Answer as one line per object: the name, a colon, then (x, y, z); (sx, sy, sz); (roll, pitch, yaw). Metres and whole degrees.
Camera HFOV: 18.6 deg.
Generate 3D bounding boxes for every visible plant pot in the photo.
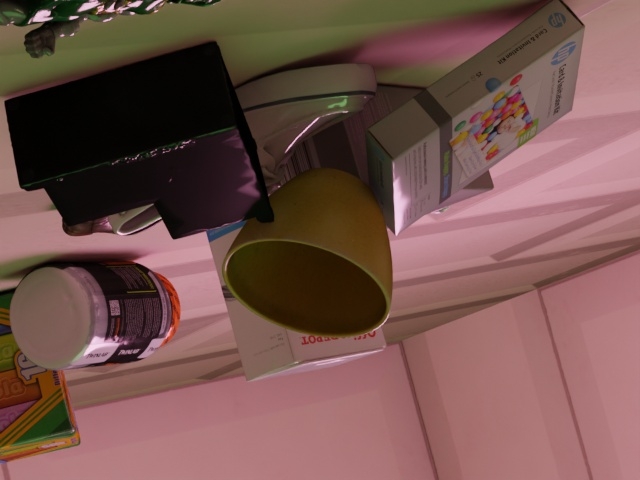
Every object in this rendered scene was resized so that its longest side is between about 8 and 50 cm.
plant pot: (0.000, 0.000, 1.527); (0.134, 0.095, 0.134); (12, 148, 8)

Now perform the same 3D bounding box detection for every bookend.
bookend: (-0.127, -0.056, 1.414); (0.156, 0.072, 0.157); (-16, 154, 3)

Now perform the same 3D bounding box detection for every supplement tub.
supplement tub: (-0.243, 0.081, 2.155); (0.117, 0.117, 0.190); (-19, 171, 29)

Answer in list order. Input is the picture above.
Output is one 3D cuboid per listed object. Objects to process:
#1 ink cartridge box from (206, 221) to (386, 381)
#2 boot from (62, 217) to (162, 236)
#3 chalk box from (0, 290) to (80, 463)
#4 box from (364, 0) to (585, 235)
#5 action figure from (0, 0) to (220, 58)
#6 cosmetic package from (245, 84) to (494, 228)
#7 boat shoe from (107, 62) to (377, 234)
ink cartridge box: (-0.027, 0.035, 1.963); (0.082, 0.191, 0.139); (-22, 169, 42)
boot: (-0.183, -0.034, 1.778); (0.106, 0.037, 0.114); (-15, 168, -15)
chalk box: (-0.440, 0.180, 2.263); (0.289, 0.179, 0.180); (-14, 172, -6)
box: (0.120, -0.095, 1.533); (0.186, 0.038, 0.145); (-36, 160, -12)
action figure: (-0.138, -0.138, 1.047); (0.232, 0.063, 0.137); (-12, 169, -44)
cosmetic package: (0.036, -0.069, 1.689); (0.127, 0.107, 0.238); (-20, 173, 29)
boat shoe: (-0.064, -0.070, 1.549); (0.258, 0.084, 0.095); (-19, 171, 28)
